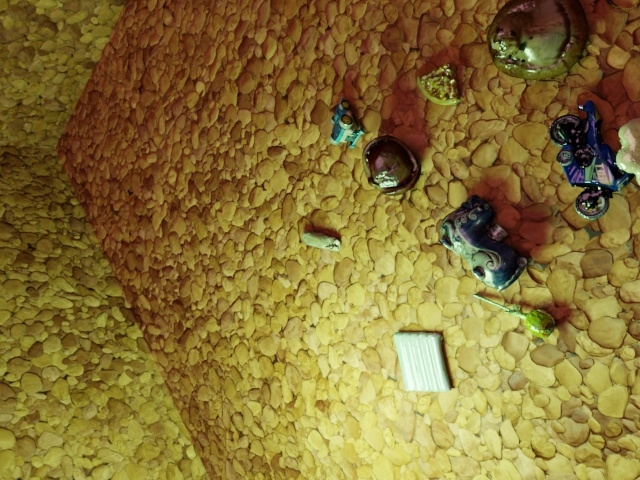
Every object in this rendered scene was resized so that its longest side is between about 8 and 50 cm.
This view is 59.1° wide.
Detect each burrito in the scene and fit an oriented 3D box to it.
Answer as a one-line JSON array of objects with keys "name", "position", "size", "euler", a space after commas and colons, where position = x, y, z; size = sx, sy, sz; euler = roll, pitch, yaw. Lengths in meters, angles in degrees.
[{"name": "burrito", "position": [-0.001, 0.000, 2.137], "size": [0.188, 0.045, 0.058], "euler": [14, 95, 40]}]

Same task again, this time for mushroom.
[{"name": "mushroom", "position": [0.589, -0.569, 1.537], "size": [0.268, 0.254, 0.267], "euler": [0, 91, 12]}]

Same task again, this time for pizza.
[{"name": "pizza", "position": [0.380, -0.507, 1.797], "size": [0.175, 0.046, 0.134], "euler": [31, 111, 34]}]

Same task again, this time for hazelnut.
[{"name": "hazelnut", "position": [0.237, -0.243, 1.857], "size": [0.201, 0.161, 0.170], "euler": [47, 118, 34]}]

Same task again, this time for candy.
[{"name": "candy", "position": [0.571, 0.209, 1.680], "size": [0.262, 0.073, 0.077], "euler": [25, 89, 43]}]

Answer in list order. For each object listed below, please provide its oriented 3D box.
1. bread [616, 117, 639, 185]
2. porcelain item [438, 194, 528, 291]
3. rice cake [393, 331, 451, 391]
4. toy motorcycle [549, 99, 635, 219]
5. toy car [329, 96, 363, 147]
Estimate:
[{"name": "bread", "position": [0.858, -0.209, 1.370], "size": [0.251, 0.039, 0.181], "euler": [6, 93, 15]}, {"name": "porcelain item", "position": [0.493, 0.008, 1.693], "size": [0.186, 0.138, 0.288], "euler": [-47, 58, 12]}, {"name": "rice cake", "position": [0.340, 0.405, 1.886], "size": [0.189, 0.037, 0.198], "euler": [-8, 87, 40]}, {"name": "toy motorcycle", "position": [0.724, -0.217, 1.497], "size": [0.169, 0.113, 0.315], "euler": [-21, 71, 27]}, {"name": "toy car", "position": [0.095, -0.421, 2.024], "size": [0.126, 0.098, 0.161], "euler": [127, 152, -54]}]
